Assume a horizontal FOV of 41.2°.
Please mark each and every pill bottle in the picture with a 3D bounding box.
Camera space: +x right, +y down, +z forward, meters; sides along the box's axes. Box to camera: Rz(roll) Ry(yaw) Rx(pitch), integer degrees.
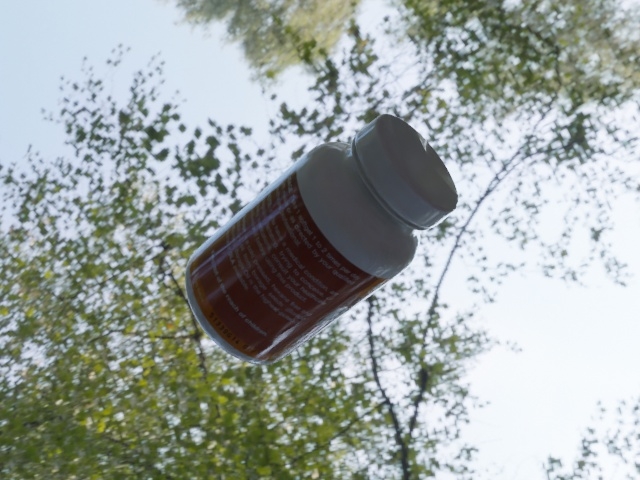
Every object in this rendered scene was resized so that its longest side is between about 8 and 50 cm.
[{"bbox_3d":[0.000,0.000,0.684,0.121,0.216,0.121,35,-147,-27],"label":"pill bottle"}]
